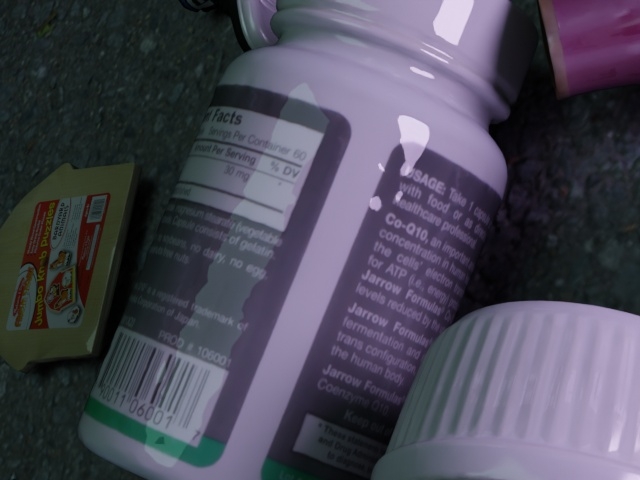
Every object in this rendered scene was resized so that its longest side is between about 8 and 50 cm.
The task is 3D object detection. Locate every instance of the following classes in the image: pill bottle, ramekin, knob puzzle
[{"bbox_3d":[0.000,0.000,0.989,0.204,0.204,0.361,18,83,47],"label":"pill bottle"},{"bbox_3d":[0.137,0.116,0.808,0.207,0.207,0.109,-7,56,42],"label":"ramekin"},{"bbox_3d":[-0.234,0.025,1.329,0.213,0.030,0.213,-20,58,36],"label":"knob puzzle"}]

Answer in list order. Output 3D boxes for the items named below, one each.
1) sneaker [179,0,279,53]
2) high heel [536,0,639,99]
[{"bbox_3d":[-0.071,-0.206,1.260,0.121,0.079,0.216,-32,43,33],"label":"sneaker"},{"bbox_3d":[0.220,-0.242,1.002,0.181,0.127,0.377,-10,55,9],"label":"high heel"}]
